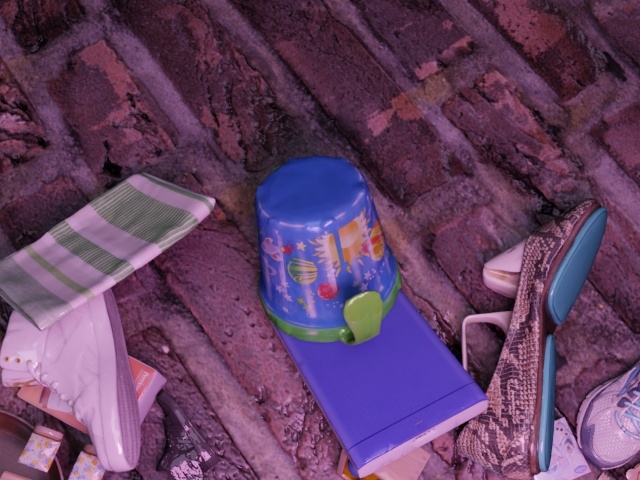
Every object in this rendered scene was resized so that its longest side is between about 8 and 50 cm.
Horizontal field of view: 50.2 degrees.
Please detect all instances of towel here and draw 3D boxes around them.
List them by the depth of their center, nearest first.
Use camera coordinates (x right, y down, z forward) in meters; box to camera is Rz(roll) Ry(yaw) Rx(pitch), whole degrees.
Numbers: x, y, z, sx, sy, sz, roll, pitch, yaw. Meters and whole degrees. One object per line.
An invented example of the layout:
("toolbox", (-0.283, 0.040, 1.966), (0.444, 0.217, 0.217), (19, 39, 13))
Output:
("towel", (-0.349, -0.001, 1.076), (0.324, 0.038, 0.247), (-37, 38, -30))

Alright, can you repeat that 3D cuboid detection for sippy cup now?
("sippy cup", (0.000, 0.000, 1.053), (0.305, 0.224, 0.240), (20, 53, 28))

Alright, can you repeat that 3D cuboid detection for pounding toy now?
("pounding toy", (0.090, 0.356, 1.017), (0.130, 0.141, 0.100), (31, 57, 17))

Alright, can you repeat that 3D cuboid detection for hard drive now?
("hard drive", (0.075, 0.178, 1.049), (0.210, 0.040, 0.319), (-24, 46, -13))

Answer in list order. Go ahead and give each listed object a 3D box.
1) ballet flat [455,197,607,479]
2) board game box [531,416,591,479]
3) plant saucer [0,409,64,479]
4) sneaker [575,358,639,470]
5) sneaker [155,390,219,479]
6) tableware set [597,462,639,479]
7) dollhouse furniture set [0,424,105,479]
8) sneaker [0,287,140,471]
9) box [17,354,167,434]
("ballet flat", (0.323, 0.130, 1.102), (0.182, 0.164, 0.483), (9, 66, 31))
("board game box", (0.366, 0.340, 1.083), (0.090, 0.020, 0.090), (-19, 69, -9))
("plant saucer", (-0.530, 0.408, 1.014), (0.310, 0.050, 0.311), (1, 68, -1))
("sneaker", (0.513, 0.240, 1.071), (0.283, 0.122, 0.110), (-42, 75, -16))
("sneaker", (-0.224, 0.324, 1.054), (0.089, 0.051, 0.170), (-37, 78, -19))
("tableware set", (0.504, 0.425, 1.055), (0.141, 0.020, 0.169), (-30, 73, -12))
("dollhouse furniture set", (-0.330, 0.391, 0.927), (0.242, 0.161, 0.212), (25, 65, -12))
("sneaker", (-0.361, 0.207, 0.974), (0.169, 0.108, 0.293), (-17, 60, -7))
("box", (-0.351, 0.229, 1.065), (0.170, 0.091, 0.130), (25, 70, 8))
